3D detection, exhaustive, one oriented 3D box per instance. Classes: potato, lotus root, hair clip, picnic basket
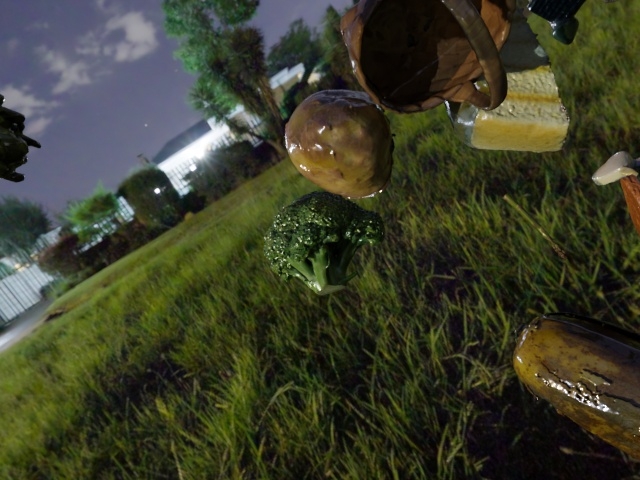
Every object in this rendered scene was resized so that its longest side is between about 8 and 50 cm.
[{"bbox_3d":[0.022,-0.244,0.999,0.288,0.301,0.237,-19,-7,33],"label":"potato"},{"bbox_3d":[0.534,0.263,0.730,0.397,0.179,0.196,23,52,32],"label":"lotus root"},{"bbox_3d":[0.938,-0.222,1.274,0.159,0.071,0.218,-48,13,-35],"label":"hair clip"},{"bbox_3d":[0.231,-0.373,0.778,0.337,0.293,0.337,-24,43,24],"label":"picnic basket"}]

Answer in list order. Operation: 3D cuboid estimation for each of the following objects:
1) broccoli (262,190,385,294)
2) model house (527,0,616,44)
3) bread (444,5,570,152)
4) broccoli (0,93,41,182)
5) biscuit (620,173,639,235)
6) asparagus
[{"bbox_3d":[-0.005,-0.001,1.281,0.413,0.321,0.310,-22,40,28],"label":"broccoli"},{"bbox_3d":[0.706,-0.706,1.105,0.243,0.285,0.298,-5,-19,-5],"label":"model house"},{"bbox_3d":[0.459,-0.387,1.130,0.263,0.396,0.239,-14,-23,12],"label":"bread"},{"bbox_3d":[-0.447,-0.078,0.366,0.334,0.324,0.272,-28,-3,-20],"label":"broccoli"},{"bbox_3d":[0.718,-0.034,0.911,0.036,0.192,0.186,-24,33,28],"label":"biscuit"},{"bbox_3d":[0.622,-0.043,1.219,0.024,0.249,0.025,-44,-22,20],"label":"asparagus"}]
